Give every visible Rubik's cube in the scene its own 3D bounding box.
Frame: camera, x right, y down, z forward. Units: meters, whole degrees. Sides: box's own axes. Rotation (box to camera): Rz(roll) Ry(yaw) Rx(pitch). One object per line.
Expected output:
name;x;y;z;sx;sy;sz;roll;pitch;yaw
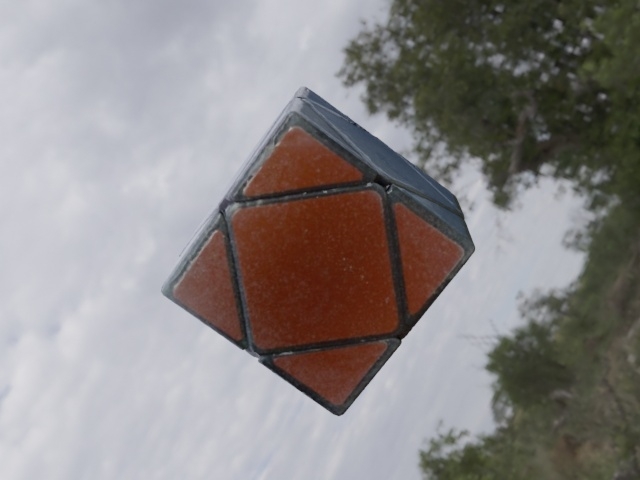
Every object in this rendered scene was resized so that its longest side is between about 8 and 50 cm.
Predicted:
Rubik's cube;0.000;0.000;0.972;0.207;0.205;0.205;-54;7;14
